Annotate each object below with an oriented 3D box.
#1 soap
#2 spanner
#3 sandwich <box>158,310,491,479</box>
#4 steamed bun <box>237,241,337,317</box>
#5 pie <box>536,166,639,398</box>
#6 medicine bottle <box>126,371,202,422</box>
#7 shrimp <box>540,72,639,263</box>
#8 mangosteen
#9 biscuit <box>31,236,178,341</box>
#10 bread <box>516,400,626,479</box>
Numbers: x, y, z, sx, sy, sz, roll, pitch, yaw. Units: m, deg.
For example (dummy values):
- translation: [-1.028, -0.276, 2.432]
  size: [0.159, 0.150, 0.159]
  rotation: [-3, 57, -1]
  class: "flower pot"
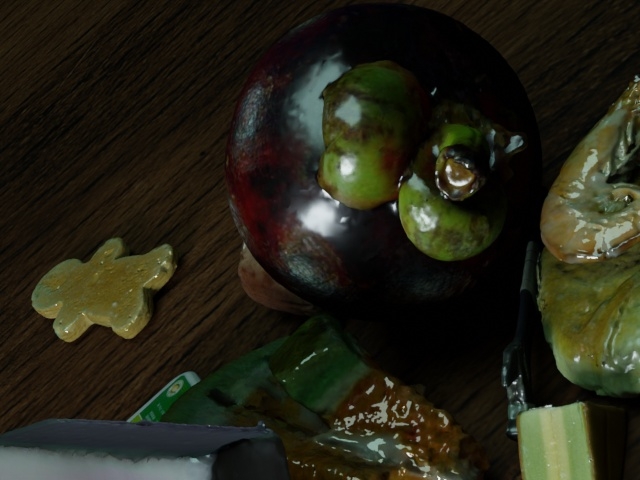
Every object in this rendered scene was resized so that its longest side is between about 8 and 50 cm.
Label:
- translation: [-0.146, 0.295, 1.340]
  size: [0.296, 0.285, 0.107]
  rotation: [-1, 11, 41]
  class: "soap"
- translation: [0.194, 0.053, 1.477]
  size: [0.024, 0.087, 0.316]
  rotation: [-6, 40, 20]
  class: "spanner"
- translation: [0.014, 0.160, 1.413]
  size: [0.301, 0.162, 0.250]
  rotation: [19, 27, 31]
  class: "sandwich"
- translation: [0.000, 0.000, 1.710]
  size: [0.145, 0.106, 0.175]
  rotation: [9, 70, 43]
  class: "steamed bun"
- translation: [0.318, 0.015, 1.404]
  size: [0.306, 0.071, 0.306]
  rotation: [-29, 32, 20]
  class: "pie"
- translation: [-0.170, 0.226, 1.635]
  size: [0.183, 0.069, 0.119]
  rotation: [-43, 36, -2]
  class: "medicine bottle"
- translation: [0.281, -0.075, 1.443]
  size: [0.133, 0.053, 0.236]
  rotation: [0, 53, 53]
  class: "shrimp"
- translation: [0.072, -0.084, 1.480]
  size: [0.306, 0.306, 0.359]
  rotation: [-58, 7, -25]
  class: "mangosteen"
- translation: [-0.270, 0.061, 1.962]
  size: [0.234, 0.030, 0.153]
  rotation: [-4, 46, 42]
  class: "biscuit"
- translation: [0.217, 0.209, 1.327]
  size: [0.074, 0.084, 0.139]
  rotation: [-16, 71, 31]
  class: "bread"
